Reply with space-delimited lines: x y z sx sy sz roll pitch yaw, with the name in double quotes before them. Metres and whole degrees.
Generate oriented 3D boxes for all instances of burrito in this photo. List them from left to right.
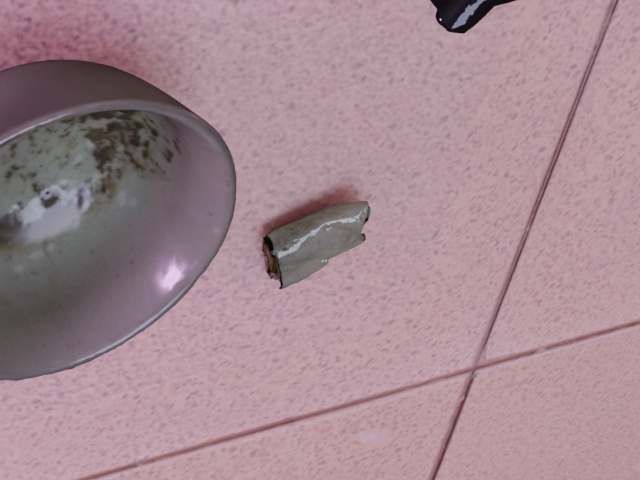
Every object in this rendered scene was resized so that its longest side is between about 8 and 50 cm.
"burrito" -0.001 -0.002 1.572 0.118 0.044 0.074 -28 145 -8

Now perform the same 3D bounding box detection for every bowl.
"bowl" -0.225 -0.038 1.268 0.289 0.146 0.289 -24 143 -19

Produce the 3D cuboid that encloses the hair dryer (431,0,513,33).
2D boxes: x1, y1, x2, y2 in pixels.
"hair dryer" 0.122 -0.321 1.292 0.244 0.116 0.302 -45 132 11
